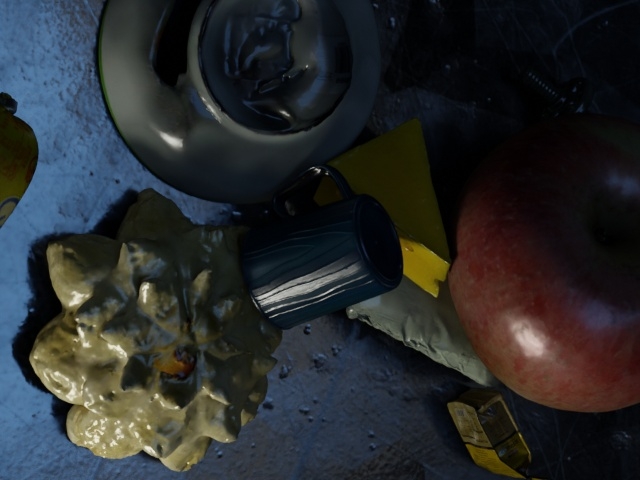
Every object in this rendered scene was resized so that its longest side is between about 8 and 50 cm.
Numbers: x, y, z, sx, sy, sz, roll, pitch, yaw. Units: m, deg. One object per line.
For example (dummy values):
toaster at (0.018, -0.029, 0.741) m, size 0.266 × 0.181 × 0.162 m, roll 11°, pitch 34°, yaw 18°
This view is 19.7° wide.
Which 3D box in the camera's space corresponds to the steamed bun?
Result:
steamed bun at (-0.161, 0.092, 1.937) m, size 0.295 × 0.137 × 0.292 m, roll -45°, pitch 107°, yaw -15°

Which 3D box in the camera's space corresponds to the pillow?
pillow at (0.136, 0.072, 2.110) m, size 0.229 × 0.051 × 0.128 m, roll 27°, pitch 72°, yaw -24°

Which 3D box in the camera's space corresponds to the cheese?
cheese at (0.092, -0.024, 2.025) m, size 0.126 × 0.093 × 0.171 m, roll -26°, pitch 69°, yaw -23°

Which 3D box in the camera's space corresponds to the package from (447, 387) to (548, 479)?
package at (0.204, 0.235, 2.139) m, size 0.047 × 0.071 × 0.131 m, roll -35°, pitch 107°, yaw -25°

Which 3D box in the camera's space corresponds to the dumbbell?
dumbbell at (0.330, -0.125, 2.177) m, size 0.254 × 0.081 × 0.081 m, roll 36°, pitch 78°, yaw -21°

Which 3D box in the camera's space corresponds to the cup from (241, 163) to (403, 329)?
cup at (-0.003, 0.006, 1.946) m, size 0.150 × 0.138 × 0.113 m, roll 64°, pitch 26°, yaw -13°

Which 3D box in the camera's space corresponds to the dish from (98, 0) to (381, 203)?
dish at (-0.064, -0.199, 1.972) m, size 0.324 × 0.124 × 0.324 m, roll -1°, pitch 92°, yaw -24°

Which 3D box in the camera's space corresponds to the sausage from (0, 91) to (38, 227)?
sausage at (-0.400, -0.004, 1.828) m, size 0.123 × 0.123 × 0.347 m, roll 39°, pitch 76°, yaw -20°

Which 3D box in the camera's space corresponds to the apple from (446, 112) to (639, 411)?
apple at (0.284, 0.030, 2.044) m, size 0.345 × 0.269 × 0.345 m, roll 7°, pitch 63°, yaw -14°
